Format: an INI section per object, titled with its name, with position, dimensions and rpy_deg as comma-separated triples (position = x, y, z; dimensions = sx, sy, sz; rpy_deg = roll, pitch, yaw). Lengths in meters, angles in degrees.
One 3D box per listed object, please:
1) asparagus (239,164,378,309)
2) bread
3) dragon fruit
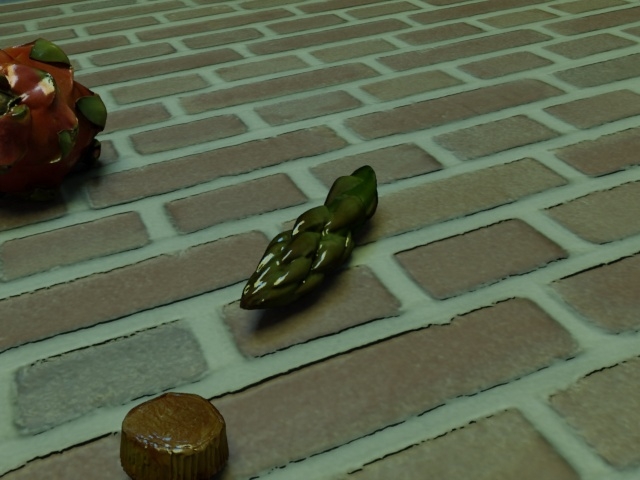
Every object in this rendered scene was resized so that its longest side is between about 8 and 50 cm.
[asparagus]
position = 0.000, 0.000, 0.772
dimensions = 0.080, 0.080, 0.287
rpy_deg = 15, 34, 27
[bread]
position = -0.114, 0.162, 0.547
dimensions = 0.085, 0.053, 0.085
rpy_deg = 4, 22, -1
[dragon fruit]
position = -0.411, -0.161, 0.942
dimensions = 0.224, 0.224, 0.227
rpy_deg = -4, 27, -1
